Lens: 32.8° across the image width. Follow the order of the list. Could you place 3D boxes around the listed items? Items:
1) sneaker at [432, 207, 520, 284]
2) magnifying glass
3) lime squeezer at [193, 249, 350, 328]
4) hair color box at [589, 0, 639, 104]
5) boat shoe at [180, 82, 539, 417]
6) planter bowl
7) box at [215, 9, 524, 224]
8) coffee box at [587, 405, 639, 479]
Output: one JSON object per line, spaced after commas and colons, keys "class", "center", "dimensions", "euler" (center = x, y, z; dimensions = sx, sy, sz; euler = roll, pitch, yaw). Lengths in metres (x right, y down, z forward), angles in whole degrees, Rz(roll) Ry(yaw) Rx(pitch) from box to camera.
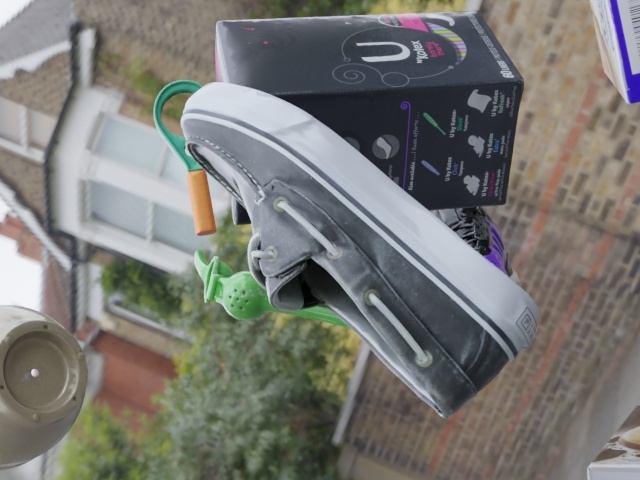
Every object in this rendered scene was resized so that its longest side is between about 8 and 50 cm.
{"class": "sneaker", "center": [0.178, 0.019, 1.367], "dimensions": [0.293, 0.102, 0.146], "euler": [-28, -81, -77]}
{"class": "magnifying glass", "center": [-0.180, -0.119, 1.534], "dimensions": [0.026, 0.092, 0.231], "euler": [113, 147, -73]}
{"class": "lime squeezer", "center": [-0.090, 0.049, 1.277], "dimensions": [0.110, 0.310, 0.059], "euler": [-18, -64, -40]}
{"class": "hair color box", "center": [0.431, -0.306, 1.474], "dimensions": [0.339, 0.110, 0.185], "euler": [-53, -50, -71]}
{"class": "boat shoe", "center": [0.000, 0.000, 0.812], "dimensions": [0.119, 0.335, 0.121], "euler": [-47, -25, -13]}
{"class": "planter bowl", "center": [-0.288, 0.133, 1.032], "dimensions": [0.109, 0.162, 0.162], "euler": [-20, 33, 46]}
{"class": "box", "center": [0.039, -0.124, 1.057], "dimensions": [0.165, 0.270, 0.143], "euler": [-107, 15, -53]}
{"class": "coffee box", "center": [0.488, 0.319, 1.487], "dimensions": [0.297, 0.168, 0.119], "euler": [-15, -82, -62]}
